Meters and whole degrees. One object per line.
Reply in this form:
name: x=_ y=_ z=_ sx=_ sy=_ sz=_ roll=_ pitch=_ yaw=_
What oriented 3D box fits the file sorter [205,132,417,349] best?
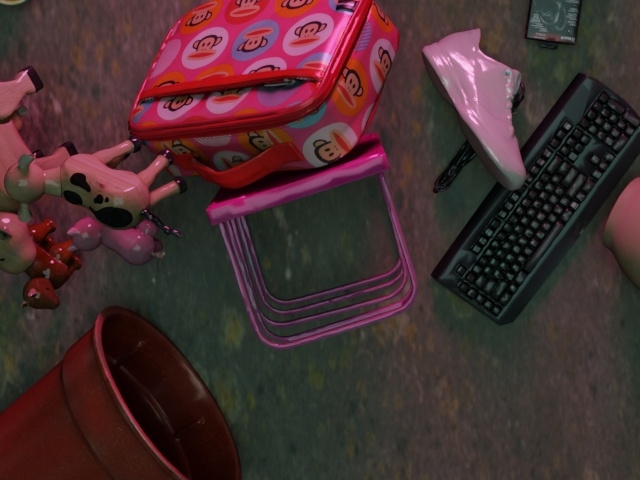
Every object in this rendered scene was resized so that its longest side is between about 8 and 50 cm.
file sorter: x=0.000 y=0.000 z=1.783 sx=0.202 sy=0.290 sz=0.182 roll=-17 pitch=98 yaw=3

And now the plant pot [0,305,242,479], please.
plant pot: x=-0.281 y=0.264 z=1.841 sx=0.265 sy=0.272 sz=0.272 roll=-35 pitch=94 yaw=12

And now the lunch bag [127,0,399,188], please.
lunch bag: x=-0.072 y=-0.167 z=1.745 sx=0.293 sy=0.258 sz=0.120 roll=-4 pitch=140 yaw=35

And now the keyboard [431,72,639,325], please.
keyboard: x=0.246 y=-0.070 z=1.898 sx=0.201 sy=0.033 sz=0.317 roll=35 pitch=95 yaw=-2

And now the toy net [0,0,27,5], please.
toy net: x=-0.463 y=-0.322 z=1.879 sx=0.232 sy=0.045 sz=0.122 roll=-18 pitch=96 yaw=3

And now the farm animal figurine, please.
farm animal figurine: x=-0.344 y=-0.060 z=1.758 sx=0.327 sy=0.172 sz=0.330 roll=52 pitch=139 yaw=0

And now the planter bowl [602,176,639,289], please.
planter bowl: x=0.411 y=-0.013 z=1.849 sx=0.109 sy=0.162 sz=0.162 roll=30 pitch=96 yaw=25

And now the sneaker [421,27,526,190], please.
sneaker: x=0.208 y=-0.165 z=1.844 sx=0.094 sy=0.080 sz=0.212 roll=-27 pitch=74 yaw=-3

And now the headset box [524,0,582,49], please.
headset box: x=0.286 y=-0.276 z=1.874 sx=0.062 sy=0.032 sz=0.083 roll=7 pitch=97 yaw=1
